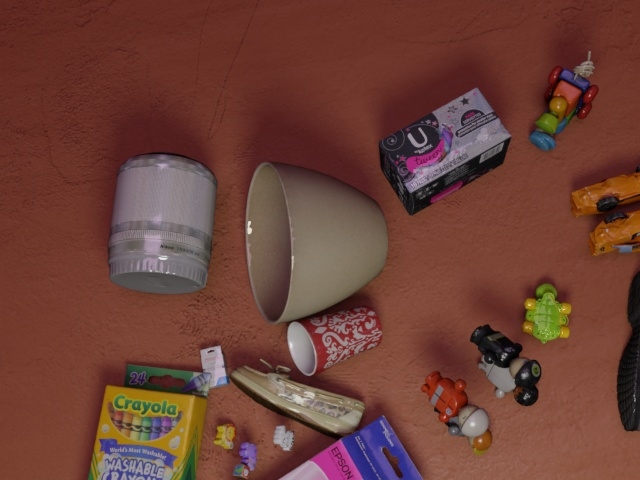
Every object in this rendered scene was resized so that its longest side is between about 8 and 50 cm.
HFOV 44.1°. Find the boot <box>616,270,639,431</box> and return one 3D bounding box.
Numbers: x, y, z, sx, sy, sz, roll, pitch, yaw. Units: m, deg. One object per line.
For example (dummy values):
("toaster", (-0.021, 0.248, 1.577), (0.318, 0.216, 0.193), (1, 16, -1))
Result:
("boot", (0.718, 0.226, 1.549), (0.223, 0.118, 0.337), (13, 79, 6))

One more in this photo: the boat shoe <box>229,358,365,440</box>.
("boat shoe", (-0.050, 0.320, 1.631), (0.285, 0.104, 0.089), (25, 70, 3))

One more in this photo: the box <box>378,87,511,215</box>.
("box", (0.264, -0.192, 1.712), (0.247, 0.163, 0.142), (-30, 73, -3))

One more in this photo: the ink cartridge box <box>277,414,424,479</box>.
("ink cartridge box", (0.012, 0.512, 1.536), (0.371, 0.069, 0.175), (-35, 71, 7))

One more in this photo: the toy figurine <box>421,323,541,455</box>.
("toy figurine", (0.320, 0.294, 1.524), (0.213, 0.209, 0.148), (-42, 55, -10))

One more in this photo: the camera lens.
("camera lens", (-0.342, -0.039, 1.715), (0.220, 0.219, 0.274), (0, 72, 8))

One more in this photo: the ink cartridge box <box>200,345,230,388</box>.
("ink cartridge box", (-0.227, 0.273, 1.700), (0.048, 0.028, 0.083), (-13, 72, 4))

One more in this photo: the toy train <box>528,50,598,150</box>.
("toy train", (0.507, -0.291, 1.670), (0.105, 0.248, 0.143), (33, 84, 16))

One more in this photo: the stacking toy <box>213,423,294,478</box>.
("stacking toy", (-0.150, 0.468, 1.563), (0.167, 0.052, 0.221), (-8, 54, 31))

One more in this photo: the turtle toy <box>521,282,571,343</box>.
("turtle toy", (0.464, 0.149, 1.628), (0.095, 0.066, 0.130), (8, 73, 8))

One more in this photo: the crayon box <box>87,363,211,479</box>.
("crayon box", (-0.356, 0.420, 1.628), (0.203, 0.083, 0.322), (4, 75, 14))

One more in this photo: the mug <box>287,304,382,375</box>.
("mug", (0.025, 0.203, 1.636), (0.169, 0.150, 0.113), (-15, 78, -28))

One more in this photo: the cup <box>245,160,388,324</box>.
("cup", (0.000, 0.000, 1.633), (0.237, 0.331, 0.330), (-3, 70, -19))

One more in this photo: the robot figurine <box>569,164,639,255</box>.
("robot figurine", (0.687, -0.074, 1.651), (0.291, 0.085, 0.211), (-15, 60, 3))
